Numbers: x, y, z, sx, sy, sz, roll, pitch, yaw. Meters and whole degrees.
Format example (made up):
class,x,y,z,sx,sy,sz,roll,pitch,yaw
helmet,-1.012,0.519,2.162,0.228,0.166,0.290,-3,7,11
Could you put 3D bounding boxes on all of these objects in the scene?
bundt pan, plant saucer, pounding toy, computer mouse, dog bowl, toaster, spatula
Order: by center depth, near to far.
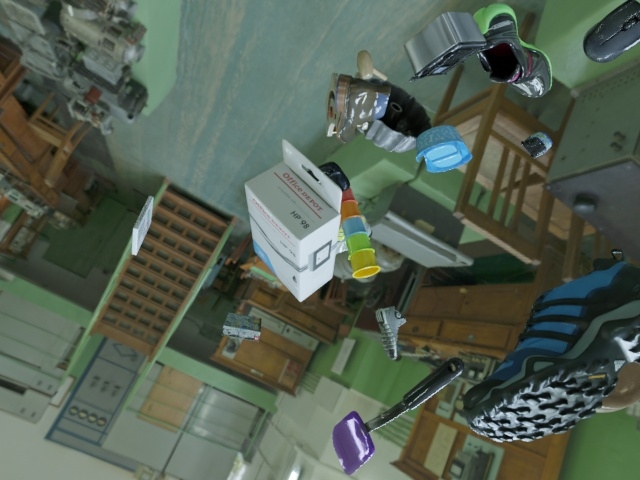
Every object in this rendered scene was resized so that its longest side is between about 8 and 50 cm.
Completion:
class,x,y,z,sx,sy,sz,roll,pitch,yaw
spatula,0.125,0.290,0.760,0.030,0.296,0.084,27,-154,-49
plant saucer,0.618,0.234,0.939,0.277,0.278,0.041,30,179,-13
pounding toy,0.102,-0.346,1.152,0.154,0.154,0.269,-4,170,-7
computer mouse,0.841,-0.600,1.264,0.189,0.072,0.272,52,165,6
toaster,0.346,-0.549,1.273,0.168,0.185,0.110,-26,89,50
dog bowl,0.436,-0.326,1.595,0.165,0.074,0.297,-17,167,26
bundt pan,0.257,-0.464,1.709,0.330,0.331,0.124,28,135,-9

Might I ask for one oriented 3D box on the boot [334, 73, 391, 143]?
class,x,y,z,sx,sy,sz,roll,pitch,yaw
boot,0.090,-0.264,0.953,0.106,0.082,0.219,10,166,8

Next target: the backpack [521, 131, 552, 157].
class,x,y,z,sx,sy,sz,roll,pitch,yaw
backpack,1.032,-0.461,2.110,0.105,0.084,0.114,50,168,-1

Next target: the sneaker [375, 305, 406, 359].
class,x,y,z,sx,sy,sz,roll,pitch,yaw
sneaker,0.333,0.397,1.961,0.132,0.229,0.086,-14,-179,-27

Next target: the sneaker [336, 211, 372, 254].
class,x,y,z,sx,sy,sz,roll,pitch,yaw
sneaker,0.000,0.000,1.639,0.147,0.384,0.145,66,162,-14

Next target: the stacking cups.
class,x,y,z,sx,sy,sz,roll,pitch,yaw
stacking cups,0.119,-0.038,1.490,0.095,0.317,0.096,-10,157,-4

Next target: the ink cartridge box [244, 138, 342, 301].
class,x,y,z,sx,sy,sz,roll,pitch,yaw
ink cartridge box,-0.034,-0.018,0.532,0.104,0.060,0.180,45,155,24

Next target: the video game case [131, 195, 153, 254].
class,x,y,z,sx,sy,sz,roll,pitch,yaw
video game case,-0.593,-0.049,1.489,0.019,0.143,0.157,18,141,-13

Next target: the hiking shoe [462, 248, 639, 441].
class,x,y,z,sx,sy,sz,roll,pitch,yaw
hiking shoe,0.304,0.137,0.568,0.113,0.304,0.132,57,-179,-26

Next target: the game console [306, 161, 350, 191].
class,x,y,z,sx,sy,sz,roll,pitch,yaw
game console,-0.037,-0.159,1.466,0.213,0.044,0.361,44,147,-25

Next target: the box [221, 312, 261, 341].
class,x,y,z,sx,sy,sz,roll,pitch,yaw
box,-0.202,0.223,1.163,0.093,0.027,0.137,11,-177,-7

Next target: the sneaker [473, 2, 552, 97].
class,x,y,z,sx,sy,sz,roll,pitch,yaw
sneaker,0.686,-0.640,1.633,0.482,0.203,0.185,21,166,-37
